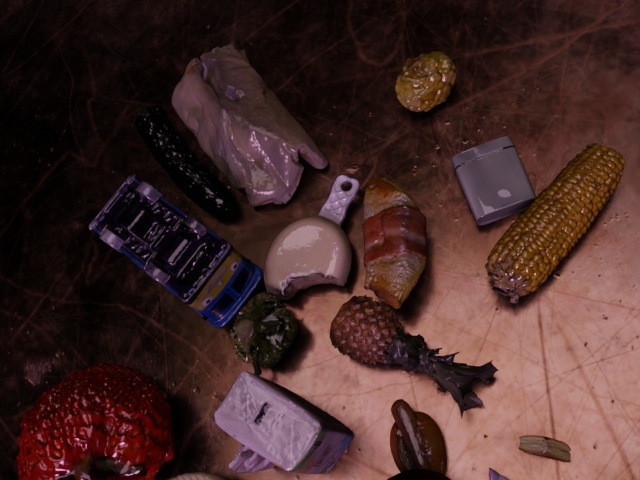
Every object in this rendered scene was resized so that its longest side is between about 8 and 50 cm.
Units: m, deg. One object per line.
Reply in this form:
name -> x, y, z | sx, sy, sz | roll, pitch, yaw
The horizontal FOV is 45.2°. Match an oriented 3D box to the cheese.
cheese -> -0.017, -0.008, 1.431 | 0.164, 0.071, 0.248 | 2, 72, 15

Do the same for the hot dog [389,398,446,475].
hot dog -> 0.159, 0.333, 1.273 | 0.090, 0.060, 0.140 | -11, 67, 7

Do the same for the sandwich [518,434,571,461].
sandwich -> 0.360, 0.331, 1.229 | 0.083, 0.044, 0.030 | 7, 69, 15

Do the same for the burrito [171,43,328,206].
burrito -> -0.146, -0.227, 1.511 | 0.190, 0.135, 0.331 | -36, 70, -7

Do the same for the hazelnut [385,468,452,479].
hazelnut -> 0.140, 0.447, 1.174 | 0.161, 0.170, 0.201 | 30, 109, 21

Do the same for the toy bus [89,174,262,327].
toy bus -> -0.266, 0.018, 1.417 | 0.288, 0.175, 0.138 | 33, 81, 30

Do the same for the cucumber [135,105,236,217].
cucumber -> -0.273, -0.149, 1.548 | 0.081, 0.072, 0.303 | -39, 67, -1

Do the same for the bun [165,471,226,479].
bun -> -0.218, 0.499, 1.290 | 0.223, 0.127, 0.222 | -19, 39, 16

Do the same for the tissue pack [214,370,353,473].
tissue pack -> -0.067, 0.322, 1.245 | 0.159, 0.229, 0.145 | 30, 83, 21

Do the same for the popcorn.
popcorn -> 0.196, -0.306, 1.456 | 0.120, 0.116, 0.106 | -57, 49, 38

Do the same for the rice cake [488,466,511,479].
rice cake -> 0.232, 0.484, 1.159 | 0.051, 0.081, 0.290 | -9, 48, 50

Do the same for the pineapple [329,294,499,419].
pineapple -> 0.153, 0.195, 1.297 | 0.277, 0.130, 0.119 | 26, 51, 24

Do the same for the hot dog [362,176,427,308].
hot dog -> 0.135, 0.005, 1.368 | 0.123, 0.093, 0.261 | -20, 59, 43

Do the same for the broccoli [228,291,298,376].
broccoli -> -0.105, 0.163, 1.370 | 0.131, 0.120, 0.130 | -37, 64, 10

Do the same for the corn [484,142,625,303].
corn -> 0.397, -0.030, 1.308 | 0.115, 0.115, 0.318 | 40, 84, 23

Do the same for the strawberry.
strawberry -> -0.390, 0.326, 1.326 | 0.261, 0.261, 0.257 | -15, 73, 10

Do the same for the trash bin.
trash bin -> 0.312, -0.107, 1.383 | 0.116, 0.059, 0.129 | -21, 69, 8
